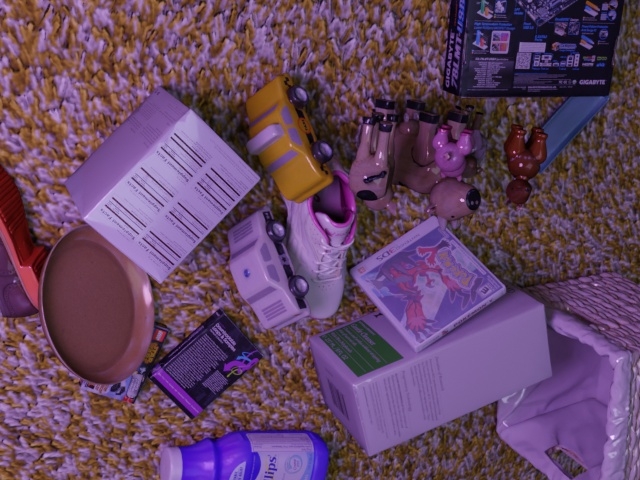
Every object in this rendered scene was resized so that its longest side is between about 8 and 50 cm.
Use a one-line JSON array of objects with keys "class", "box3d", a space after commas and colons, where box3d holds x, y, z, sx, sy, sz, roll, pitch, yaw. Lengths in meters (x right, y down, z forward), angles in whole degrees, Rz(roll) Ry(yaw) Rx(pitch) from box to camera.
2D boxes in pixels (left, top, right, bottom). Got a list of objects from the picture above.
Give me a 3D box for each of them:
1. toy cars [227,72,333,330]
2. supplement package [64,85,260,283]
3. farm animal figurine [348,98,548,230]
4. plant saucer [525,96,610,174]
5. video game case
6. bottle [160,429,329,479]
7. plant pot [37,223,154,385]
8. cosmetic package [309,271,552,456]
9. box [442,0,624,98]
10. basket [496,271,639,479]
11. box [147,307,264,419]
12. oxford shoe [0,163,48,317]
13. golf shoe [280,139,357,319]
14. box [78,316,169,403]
[{"class": "toy cars", "box3d": [-0.079, -0.052, 1.398, 0.087, 0.176, 0.394, -10, 114, -50]}, {"class": "supplement package", "box3d": [-0.228, -0.084, 1.317, 0.203, 0.194, 0.149, -46, 119, -2]}, {"class": "farm animal figurine", "box3d": [0.158, -0.108, 1.405, 0.330, 0.327, 0.172, 2, 108, -23]}, {"class": "plant saucer", "box3d": [0.437, -0.210, 1.666, 0.192, 0.018, 0.067, -47, 119, -1]}, {"class": "video game case", "box3d": [0.176, 0.068, 1.551, 0.183, 0.201, 0.023, -33, 142, -10]}, {"class": "bottle", "box3d": [-0.129, 0.384, 1.585, 0.283, 0.092, 0.118, 6, 107, -25]}, {"class": "plant pot", "box3d": [-0.330, 0.094, 1.355, 0.032, 0.236, 0.236, -10, 121, 27]}, {"class": "cosmetic package", "box3d": [0.192, 0.202, 1.604, 0.365, 0.197, 0.155, -22, 115, -17]}, {"class": "box", "box3d": [0.359, -0.385, 1.529, 0.295, 0.073, 0.293, -4, 109, -18]}, {"class": "basket", "box3d": [0.519, 0.266, 1.696, 0.266, 0.328, 0.331, -9, 111, -23]}, {"class": "box", "box3d": [-0.189, 0.204, 1.532, 0.162, 0.029, 0.116, -40, 120, -5]}, {"class": "oxford shoe", "box3d": [-0.463, -0.010, 1.301, 0.098, 0.097, 0.271, -18, 104, 10]}, {"class": "golf shoe", "box3d": [0.000, 0.000, 1.481, 0.115, 0.140, 0.306, -13, 114, -21]}, {"class": "box", "box3d": [-0.311, 0.184, 1.471, 0.094, 0.027, 0.137, 24, 97, -28]}]
